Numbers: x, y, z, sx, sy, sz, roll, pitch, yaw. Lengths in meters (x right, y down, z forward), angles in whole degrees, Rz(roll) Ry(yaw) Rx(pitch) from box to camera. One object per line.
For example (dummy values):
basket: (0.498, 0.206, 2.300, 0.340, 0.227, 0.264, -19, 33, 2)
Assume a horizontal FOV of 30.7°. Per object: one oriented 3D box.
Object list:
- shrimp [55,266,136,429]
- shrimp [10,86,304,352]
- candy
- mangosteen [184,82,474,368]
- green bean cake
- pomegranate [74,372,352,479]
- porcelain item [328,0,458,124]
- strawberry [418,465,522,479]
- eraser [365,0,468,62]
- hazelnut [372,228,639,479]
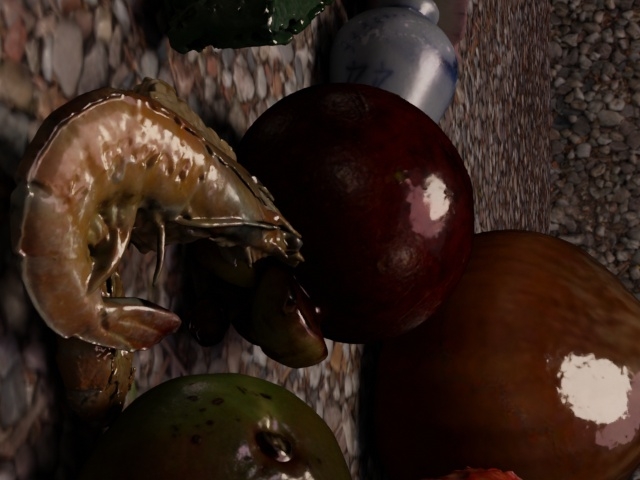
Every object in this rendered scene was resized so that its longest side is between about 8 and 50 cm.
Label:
shrimp: (-0.142, 0.030, 0.717, 0.091, 0.043, 0.184, -70, 159, -63)
shrimp: (-0.091, 0.000, 0.704, 0.251, 0.052, 0.144, 24, 84, -48)
candy: (-0.106, -0.047, 0.776, 0.095, 0.085, 0.110, -84, 151, -46)
mangosteen: (0.000, 0.000, 0.916, 0.257, 0.215, 0.215, -44, 137, -27)
green bean cake: (-0.063, -0.257, 0.864, 0.193, 0.107, 0.208, -49, 134, -59)
pomegranate: (-0.075, 0.183, 0.736, 0.210, 0.180, 0.180, -56, -171, 41)
porcelain item: (0.063, -0.135, 1.202, 0.141, 0.141, 0.259, 55, 47, -59)
strawberry: (0.069, 0.322, 0.991, 0.351, 0.267, 0.312, 41, 79, -45)
eraser: (0.126, -0.414, 1.334, 0.272, 0.122, 0.359, 88, 8, -62)
hazelnut: (0.241, 0.177, 1.414, 0.409, 0.359, 0.359, -54, 139, -48)
